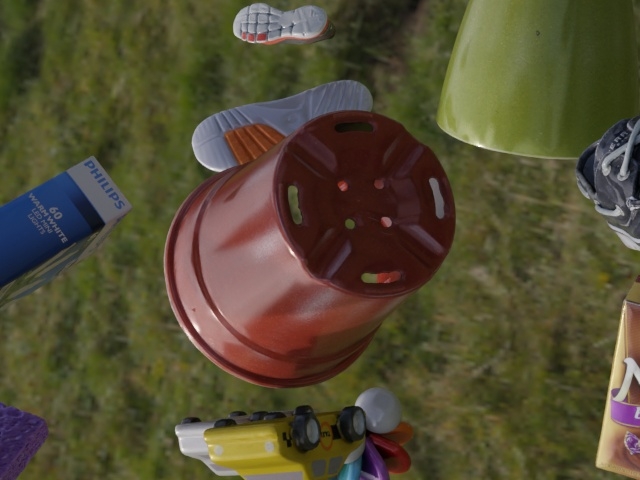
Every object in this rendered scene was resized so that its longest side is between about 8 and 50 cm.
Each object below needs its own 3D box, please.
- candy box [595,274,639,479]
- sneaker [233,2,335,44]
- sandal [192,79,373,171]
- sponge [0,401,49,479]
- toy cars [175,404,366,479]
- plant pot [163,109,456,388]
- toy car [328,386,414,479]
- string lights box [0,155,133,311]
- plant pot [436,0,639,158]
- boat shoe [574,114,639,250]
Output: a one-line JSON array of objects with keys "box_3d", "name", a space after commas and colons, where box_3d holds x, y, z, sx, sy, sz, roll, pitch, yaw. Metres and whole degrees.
[{"box_3d": [0.311, 0.131, 1.269, 0.109, 0.053, 0.186, 15, 122, 21], "name": "candy box"}, {"box_3d": [-0.050, -0.295, 2.042, 0.158, 0.065, 0.061, 8, 78, 31], "name": "sneaker"}, {"box_3d": [-0.049, -0.149, 2.072, 0.076, 0.265, 0.102, 69, -175, -65], "name": "sandal"}, {"box_3d": [-0.385, 0.252, 1.501, 0.031, 0.117, 0.210, 83, -150, -42], "name": "sponge"}, {"box_3d": [-0.051, 0.217, 1.474, 0.394, 0.177, 0.087, 154, 111, -76], "name": "toy cars"}, {"box_3d": [0.000, 0.000, 1.551, 0.265, 0.272, 0.272, 143, 132, -62], "name": "plant pot"}, {"box_3d": [0.069, 0.329, 2.249, 0.136, 0.182, 0.159, 48, 150, 14], "name": "toy car"}, {"box_3d": [-0.332, 0.020, 1.501, 0.076, 0.260, 0.133, 52, 139, 3], "name": "string lights box"}, {"box_3d": [0.301, -0.290, 1.915, 0.275, 0.275, 0.293, -140, 48, -56], "name": "plant pot"}, {"box_3d": [0.271, -0.053, 1.178, 0.108, 0.102, 0.301, -46, 3, 3], "name": "boat shoe"}]
